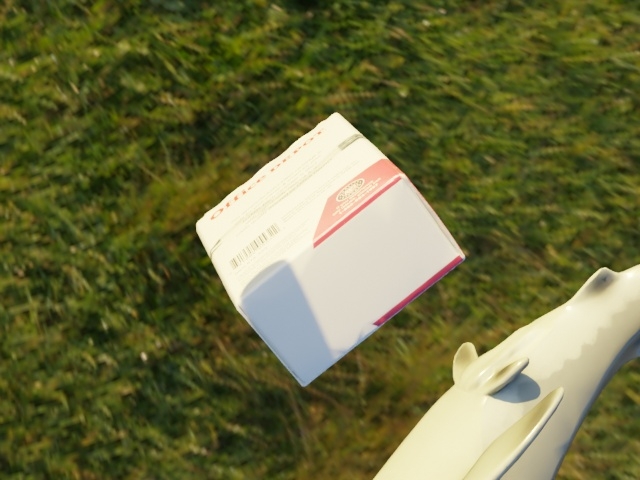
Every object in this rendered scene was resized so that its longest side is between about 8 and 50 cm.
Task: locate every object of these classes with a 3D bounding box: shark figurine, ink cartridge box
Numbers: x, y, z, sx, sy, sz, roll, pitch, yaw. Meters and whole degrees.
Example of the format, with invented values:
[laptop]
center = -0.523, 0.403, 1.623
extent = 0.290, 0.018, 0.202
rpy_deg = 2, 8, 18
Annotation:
[shark figurine]
center = 0.090, 0.089, 0.578
extent = 0.278, 0.166, 0.116
rpy_deg = -43, 107, -17
[ink cartridge box]
center = 0.000, 0.000, 1.345
extent = 0.172, 0.237, 0.100
rpy_deg = -38, 111, 0
